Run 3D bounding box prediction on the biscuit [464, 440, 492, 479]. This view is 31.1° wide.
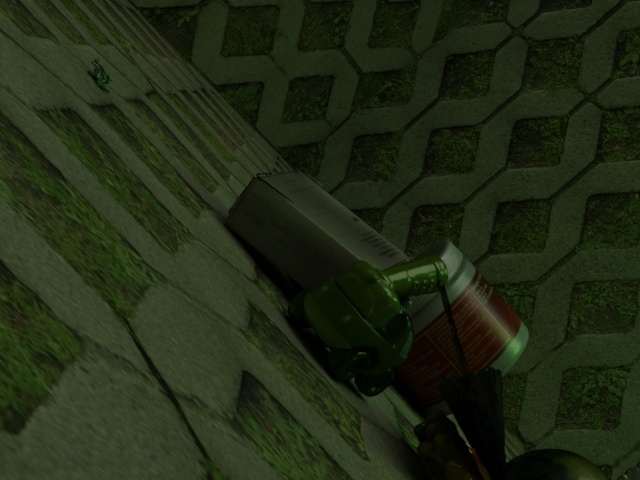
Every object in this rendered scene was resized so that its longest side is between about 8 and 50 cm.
[{"bbox_3d":[0.277,0.410,1.947,0.205,0.049,0.324,45,3,-33],"label":"biscuit"}]

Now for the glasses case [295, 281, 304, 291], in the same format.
[{"bbox_3d":[-0.003,0.056,1.997,0.125,0.076,0.327,44,7,-34],"label":"glasses case"}]

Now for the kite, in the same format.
[{"bbox_3d":[0.204,0.206,1.578,0.335,0.011,0.314,133,-59,-77],"label":"kite"}]

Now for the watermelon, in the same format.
[{"bbox_3d":[0.364,0.383,1.741,0.204,0.127,0.232,37,-15,-24],"label":"watermelon"}]

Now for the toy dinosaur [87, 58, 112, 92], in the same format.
[{"bbox_3d":[-0.325,-0.243,1.737,0.062,0.021,0.083,59,12,29],"label":"toy dinosaur"}]

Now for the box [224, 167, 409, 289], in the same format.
[{"bbox_3d":[0.000,0.000,1.814,0.251,0.106,0.203,38,15,10],"label":"box"}]

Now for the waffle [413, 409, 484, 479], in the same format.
[{"bbox_3d":[0.223,0.372,1.581,0.293,0.069,0.260,52,6,5],"label":"waffle"}]

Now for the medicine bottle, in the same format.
[{"bbox_3d":[0.224,0.166,2.150,0.241,0.252,0.252,49,4,-6],"label":"medicine bottle"}]

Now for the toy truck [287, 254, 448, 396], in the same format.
[{"bbox_3d":[0.068,0.099,1.602,0.187,0.210,0.148,11,34,-53],"label":"toy truck"}]

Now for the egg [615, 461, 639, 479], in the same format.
[{"bbox_3d":[0.615,0.592,1.960,0.354,0.354,0.340,52,-18,34],"label":"egg"}]
